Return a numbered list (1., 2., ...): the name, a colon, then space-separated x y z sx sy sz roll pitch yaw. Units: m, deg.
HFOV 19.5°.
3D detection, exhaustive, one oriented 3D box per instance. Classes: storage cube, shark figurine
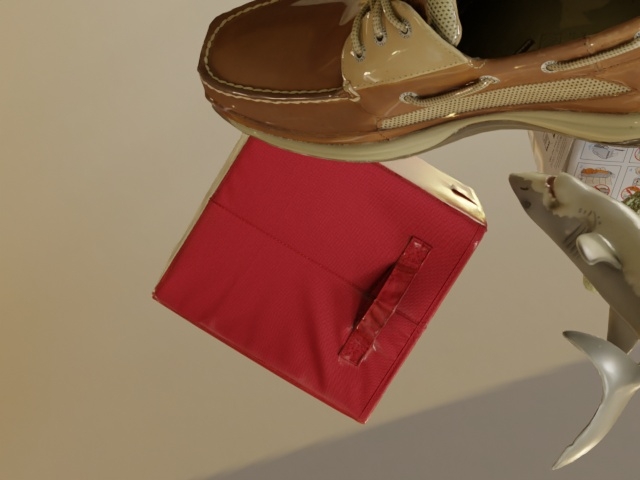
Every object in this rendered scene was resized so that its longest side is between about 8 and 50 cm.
1. storage cube: 0.000 0.000 1.476 0.193 0.215 0.184 31 -80 -4
2. shark figurine: 0.225 0.064 1.380 0.166 0.116 0.278 11 -146 -10

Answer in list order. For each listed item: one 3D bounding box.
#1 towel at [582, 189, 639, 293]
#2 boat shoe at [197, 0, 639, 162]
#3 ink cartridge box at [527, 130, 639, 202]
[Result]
1. towel: 0.284 -0.016 1.560 0.148 0.110 0.027 -29 -119 -9
2. boat shoe: 0.078 -0.126 1.067 0.324 0.120 0.123 -2 -119 22
3. ink cartridge box: 0.349 -0.150 1.742 0.309 0.130 0.272 2 -137 -10
